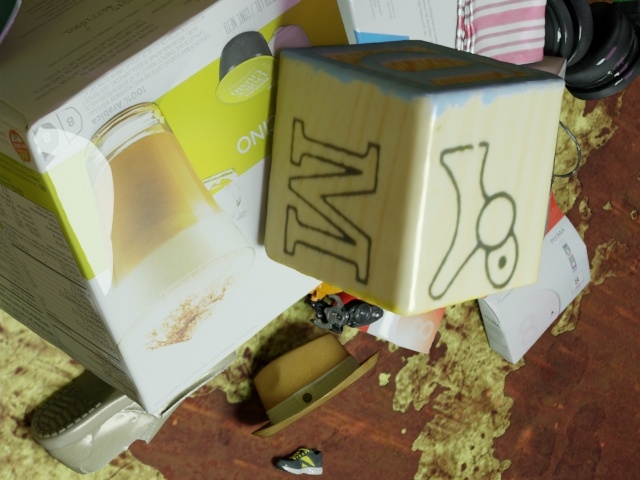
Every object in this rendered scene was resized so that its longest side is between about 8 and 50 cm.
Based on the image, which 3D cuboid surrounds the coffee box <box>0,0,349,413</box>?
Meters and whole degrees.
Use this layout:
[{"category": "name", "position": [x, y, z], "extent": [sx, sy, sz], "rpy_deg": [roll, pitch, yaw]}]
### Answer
[{"category": "coffee box", "position": [-0.181, -0.102, 1.457], "extent": [0.337, 0.338, 0.334], "rpy_deg": [-37, 129, -25]}]

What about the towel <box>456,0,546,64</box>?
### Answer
[{"category": "towel", "position": [0.224, -0.297, 1.776], "extent": [0.144, 0.029, 0.197], "rpy_deg": [-20, 121, -37]}]

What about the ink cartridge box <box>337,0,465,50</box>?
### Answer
[{"category": "ink cartridge box", "position": [0.113, -0.326, 1.774], "extent": [0.307, 0.129, 0.223], "rpy_deg": [-36, 129, -27]}]

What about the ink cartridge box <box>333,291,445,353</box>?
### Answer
[{"category": "ink cartridge box", "position": [0.106, 0.065, 1.999], "extent": [0.179, 0.045, 0.145], "rpy_deg": [19, 94, -47]}]

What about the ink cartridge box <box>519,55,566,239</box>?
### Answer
[{"category": "ink cartridge box", "position": [0.215, -0.119, 1.916], "extent": [0.100, 0.172, 0.237], "rpy_deg": [-52, 148, -64]}]

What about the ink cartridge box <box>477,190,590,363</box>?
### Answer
[{"category": "ink cartridge box", "position": [0.302, 0.042, 2.131], "extent": [0.189, 0.066, 0.232], "rpy_deg": [-44, 147, -19]}]

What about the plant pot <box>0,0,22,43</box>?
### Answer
[{"category": "plant pot", "position": [-0.417, -0.259, 1.260], "extent": [0.293, 0.196, 0.293], "rpy_deg": [-8, 104, -31]}]

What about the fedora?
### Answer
[{"category": "fedora", "position": [-0.019, 0.173, 1.884], "extent": [0.194, 0.194, 0.079], "rpy_deg": [-32, 87, -28]}]

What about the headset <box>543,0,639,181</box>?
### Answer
[{"category": "headset", "position": [0.314, -0.267, 2.010], "extent": [0.243, 0.185, 0.394], "rpy_deg": [14, 83, -41]}]

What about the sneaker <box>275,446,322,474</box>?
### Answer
[{"category": "sneaker", "position": [-0.029, 0.293, 1.990], "extent": [0.083, 0.031, 0.035], "rpy_deg": [12, 86, -49]}]

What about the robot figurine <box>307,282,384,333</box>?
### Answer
[{"category": "robot figurine", "position": [0.000, 0.000, 1.845], "extent": [0.291, 0.085, 0.211], "rpy_deg": [17, 97, -44]}]

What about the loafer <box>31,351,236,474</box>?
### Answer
[{"category": "loafer", "position": [-0.208, 0.177, 1.731], "extent": [0.268, 0.102, 0.092], "rpy_deg": [-30, 128, -18]}]

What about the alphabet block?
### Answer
[{"category": "alphabet block", "position": [0.082, -0.064, 1.341], "extent": [0.192, 0.193, 0.197], "rpy_deg": [-10, 113, -41]}]
